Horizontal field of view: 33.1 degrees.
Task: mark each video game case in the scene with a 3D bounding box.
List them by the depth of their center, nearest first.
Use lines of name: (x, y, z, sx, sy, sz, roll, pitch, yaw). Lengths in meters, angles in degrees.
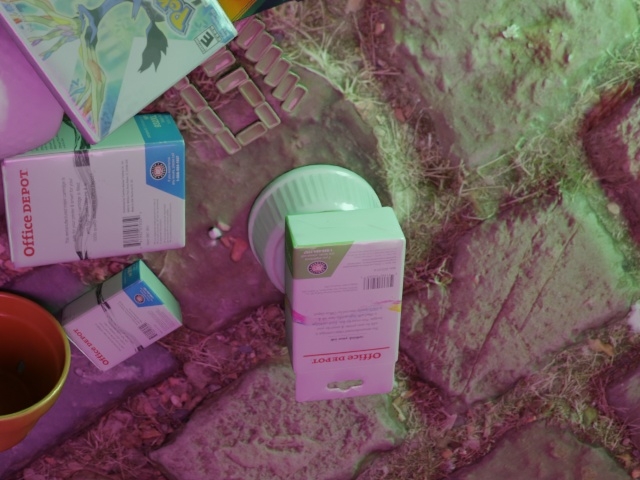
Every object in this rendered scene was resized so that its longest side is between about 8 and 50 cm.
video game case: (-0.323, -0.362, 1.613, 0.300, 0.036, 0.329, -42, 114, -20)

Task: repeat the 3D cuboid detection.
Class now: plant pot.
plant pot: (-0.631, 0.270, 2.034, 0.290, 0.291, 0.203, 7, 136, -16)

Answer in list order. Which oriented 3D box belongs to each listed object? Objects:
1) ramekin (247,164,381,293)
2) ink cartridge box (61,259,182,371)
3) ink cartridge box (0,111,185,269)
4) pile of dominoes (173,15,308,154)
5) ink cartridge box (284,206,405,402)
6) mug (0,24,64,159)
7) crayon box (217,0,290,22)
ramekin: (0.000, 0.000, 2.068, 0.272, 0.127, 0.273, -5, 123, -8)
ink cartridge box: (-0.388, 0.148, 2.109, 0.190, 0.082, 0.140, -30, 123, 10)
ink cartridge box: (-0.402, -0.091, 1.900, 0.307, 0.129, 0.223, -7, 125, -18)
pile of dominoes: (-0.150, -0.292, 1.919, 0.196, 0.040, 0.251, -31, 131, 8)
ink cartridge box: (0.039, 0.123, 2.006, 0.207, 0.119, 0.354, -4, 122, -10)
mug: (-0.557, -0.289, 1.630, 0.328, 0.276, 0.374, 2, 122, -27)
crayon box: (-0.134, -0.502, 1.718, 0.165, 0.081, 0.278, -25, 126, -20)
